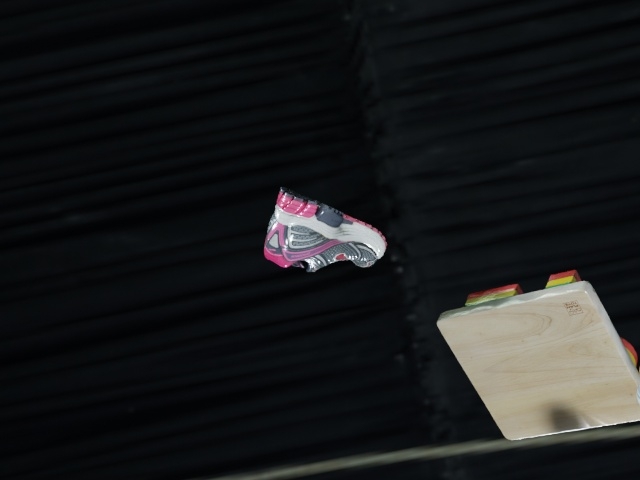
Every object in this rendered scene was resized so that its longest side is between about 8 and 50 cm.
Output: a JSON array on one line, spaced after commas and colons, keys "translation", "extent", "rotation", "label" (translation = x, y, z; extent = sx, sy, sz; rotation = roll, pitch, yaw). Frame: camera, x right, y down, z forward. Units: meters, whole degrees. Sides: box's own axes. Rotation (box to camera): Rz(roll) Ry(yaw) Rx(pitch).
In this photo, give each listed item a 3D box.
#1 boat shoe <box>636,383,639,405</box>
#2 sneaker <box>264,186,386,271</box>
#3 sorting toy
[{"translation": [0.456, 0.117, 1.502], "extent": [0.081, 0.227, 0.079], "rotation": [60, -173, -23], "label": "boat shoe"}, {"translation": [0.000, 0.000, 2.102], "extent": [0.299, 0.120, 0.112], "rotation": [21, -87, -58], "label": "sneaker"}, {"translation": [0.355, 0.171, 2.045], "extent": [0.255, 0.257, 0.089], "rotation": [58, -142, -23], "label": "sorting toy"}]
